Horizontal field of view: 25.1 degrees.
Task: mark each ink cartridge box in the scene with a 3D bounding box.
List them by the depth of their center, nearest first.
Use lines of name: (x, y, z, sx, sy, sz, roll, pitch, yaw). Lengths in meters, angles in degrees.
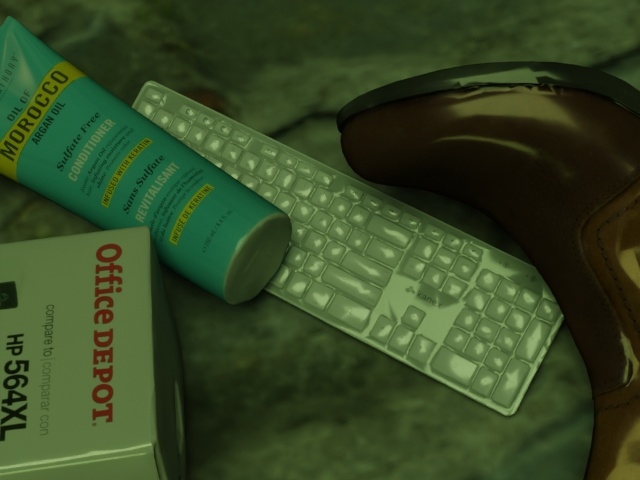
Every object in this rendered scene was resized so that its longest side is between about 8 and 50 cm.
ink cartridge box: (-0.167, 0.079, 0.654, 0.203, 0.086, 0.148, -8, 41, -2)

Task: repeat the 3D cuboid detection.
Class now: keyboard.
keyboard: (0.000, 0.000, 0.733, 0.256, 0.014, 0.072, 27, 79, 16)

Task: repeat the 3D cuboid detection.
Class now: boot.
boot: (0.121, 0.071, 0.654, 0.264, 0.096, 0.281, 10, 78, -6)

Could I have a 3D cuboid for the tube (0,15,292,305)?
tube: (-0.110, -0.040, 0.739, 0.207, 0.052, 0.080, 31, 79, 23)
